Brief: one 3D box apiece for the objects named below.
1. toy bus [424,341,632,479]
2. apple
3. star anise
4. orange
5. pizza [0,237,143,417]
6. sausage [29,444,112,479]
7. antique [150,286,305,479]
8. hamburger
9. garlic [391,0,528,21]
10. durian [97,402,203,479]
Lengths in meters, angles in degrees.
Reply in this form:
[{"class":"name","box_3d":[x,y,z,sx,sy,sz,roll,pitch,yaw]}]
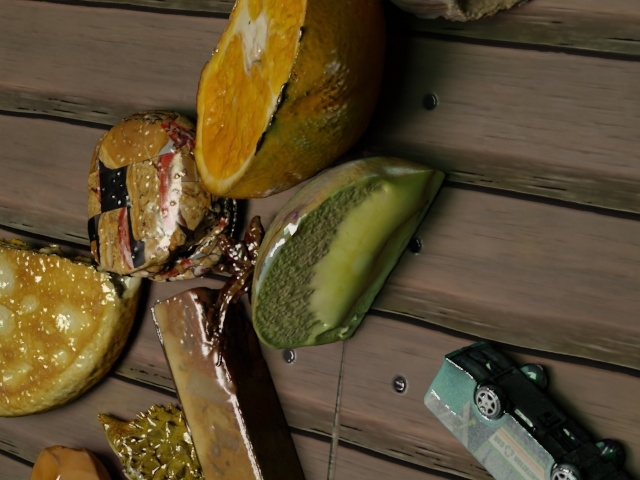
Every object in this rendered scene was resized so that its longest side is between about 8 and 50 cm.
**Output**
[{"class":"toy bus","box_3d":[0.230,0.221,1.569,0.262,0.091,0.109,47,129,26]},{"class":"apple","box_3d":[0.000,0.000,1.667,0.120,0.193,0.265,49,122,35]},{"class":"star anise","box_3d":[-0.095,0.062,1.781,0.097,0.070,0.191,14,89,-8]},{"class":"orange","box_3d":[-0.050,-0.191,1.645,0.310,0.274,0.274,-38,69,10]},{"class":"pizza","box_3d":[-0.361,0.140,2.003,0.257,0.087,0.268,14,102,31]},{"class":"sausage","box_3d":[-0.333,0.396,1.975,0.136,0.120,0.241,158,104,-69]},{"class":"antique","box_3d":[-0.114,0.206,1.820,0.093,0.087,0.310,-26,77,33]},{"class":"hamburger","box_3d":[-0.206,-0.056,1.865,0.231,0.106,0.231,-3,85,41]},{"class":"garlic","box_3d":[0.177,-0.344,1.553,0.256,0.207,0.207,-43,64,-7]},{"class":"durian","box_3d":[-0.232,0.277,1.918,0.224,0.078,0.140,21,105,33]}]
